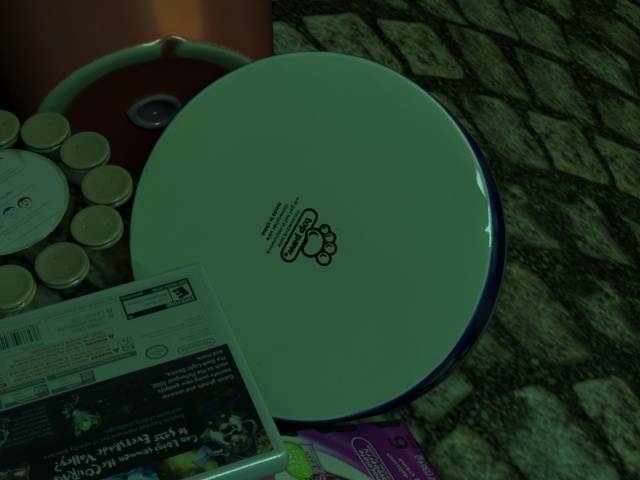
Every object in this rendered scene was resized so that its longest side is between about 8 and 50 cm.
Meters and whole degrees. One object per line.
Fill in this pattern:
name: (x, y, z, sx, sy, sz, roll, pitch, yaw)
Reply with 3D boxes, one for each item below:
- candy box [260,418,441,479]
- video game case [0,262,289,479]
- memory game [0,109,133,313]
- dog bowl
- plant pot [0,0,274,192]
candy box: (-0.001, 0.208, 0.940, 0.233, 0.071, 0.159, 0, 47, -44)
video game case: (-0.138, 0.104, 0.893, 0.190, 0.022, 0.173, -16, 49, -14)
memory game: (-0.225, -0.023, 0.985, 0.186, 0.012, 0.186, -1, 52, 2)
dog bowl: (0.000, 0.000, 1.015, 0.265, 0.265, 0.104, 44, 5, 11)
plant pot: (-0.157, -0.191, 1.147, 0.275, 0.275, 0.243, 10, 51, -37)
